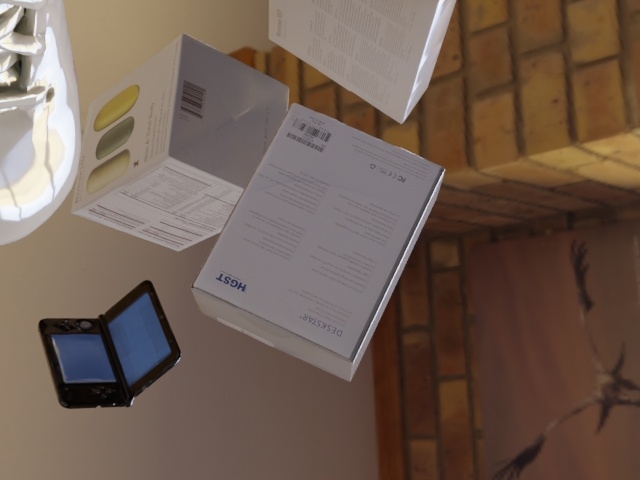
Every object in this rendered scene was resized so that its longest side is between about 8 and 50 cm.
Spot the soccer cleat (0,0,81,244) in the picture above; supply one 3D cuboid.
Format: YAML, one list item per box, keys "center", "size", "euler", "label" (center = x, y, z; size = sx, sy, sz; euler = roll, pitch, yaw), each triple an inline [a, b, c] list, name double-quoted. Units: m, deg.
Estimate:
- center: [-0.141, -0.113, 0.325]
  size: [0.116, 0.143, 0.331]
  euler: [-54, -35, -34]
  label: "soccer cleat"

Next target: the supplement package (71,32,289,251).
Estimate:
- center: [-0.208, -0.134, 1.420]
  size: [0.198, 0.262, 0.199]
  euler: [22, -120, -37]
  label: "supplement package"

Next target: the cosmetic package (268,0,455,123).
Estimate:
- center: [0.057, -0.370, 1.487]
  size: [0.284, 0.377, 0.097]
  euler: [32, -108, 7]
  label: "cosmetic package"

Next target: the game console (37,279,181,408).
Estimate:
- center: [-0.213, 0.100, 0.953]
  size: [0.107, 0.071, 0.122]
  euler: [4, -144, -32]
  label: "game console"

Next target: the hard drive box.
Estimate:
- center: [0.000, 0.000, 1.000]
  size: [0.232, 0.181, 0.089]
  euler: [-62, -10, -19]
  label: "hard drive box"
